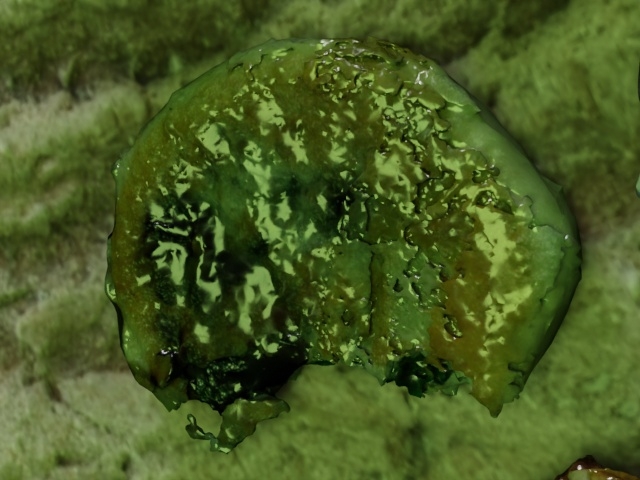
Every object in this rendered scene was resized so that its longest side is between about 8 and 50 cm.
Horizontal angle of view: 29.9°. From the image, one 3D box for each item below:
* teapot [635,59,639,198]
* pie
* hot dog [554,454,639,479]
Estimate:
[{"bbox_3d":[0.252,-0.091,0.734,0.108,0.111,0.149,7,96,7],"label":"teapot"},{"bbox_3d":[0.000,0.000,0.868,0.371,0.078,0.297,-10,93,24],"label":"pie"},{"bbox_3d":[0.220,0.248,0.811,0.146,0.103,0.213,-30,77,45],"label":"hot dog"}]
